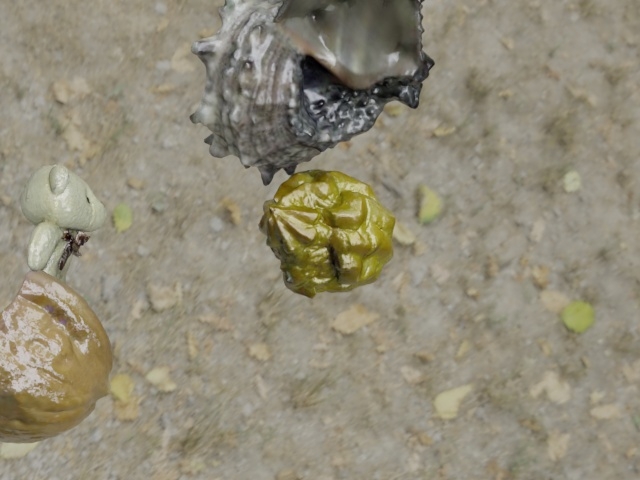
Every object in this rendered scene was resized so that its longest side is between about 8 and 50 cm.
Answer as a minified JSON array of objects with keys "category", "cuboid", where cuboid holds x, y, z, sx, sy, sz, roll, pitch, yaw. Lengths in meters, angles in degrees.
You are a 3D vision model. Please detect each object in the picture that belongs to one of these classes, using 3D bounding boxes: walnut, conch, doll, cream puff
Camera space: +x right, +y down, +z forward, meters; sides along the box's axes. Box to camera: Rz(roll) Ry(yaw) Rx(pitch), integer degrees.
[{"category":"walnut","cuboid":[-0.372,0.163,1.374,0.204,0.238,0.141,63,18,-15]},{"category":"conch","cuboid":[-0.019,-0.192,1.132,0.240,0.313,0.186,2,53,-45]},{"category":"doll","cuboid":[-0.442,0.012,1.942,0.149,0.175,0.278,10,87,-30]},{"category":"cream puff","cuboid":[0.000,0.000,1.166,0.146,0.146,0.116,46,43,1]}]
